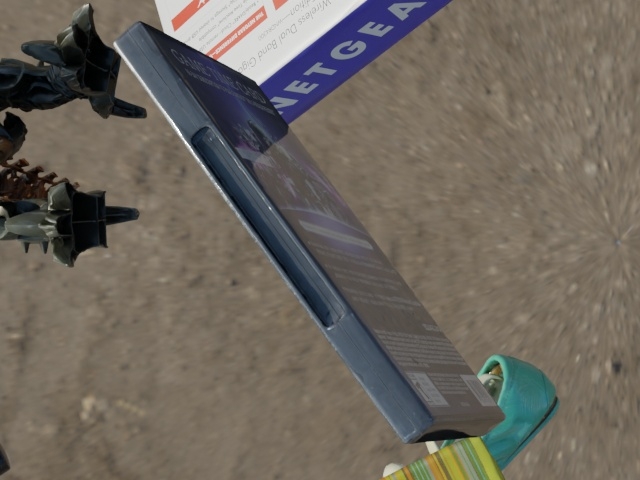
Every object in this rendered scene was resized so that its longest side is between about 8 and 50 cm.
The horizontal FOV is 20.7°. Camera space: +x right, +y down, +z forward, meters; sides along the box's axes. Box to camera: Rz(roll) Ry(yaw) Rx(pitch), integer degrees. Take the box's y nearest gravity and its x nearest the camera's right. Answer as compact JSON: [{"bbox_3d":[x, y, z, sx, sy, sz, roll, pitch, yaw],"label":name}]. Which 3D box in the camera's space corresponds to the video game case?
[{"bbox_3d":[0.000,0.000,1.014,0.026,0.196,0.274,-40,75,10],"label":"video game case"}]

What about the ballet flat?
[{"bbox_3d":[0.102,0.196,1.477,0.087,0.083,0.247,42,74,-12],"label":"ballet flat"}]

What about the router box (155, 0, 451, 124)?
[{"bbox_3d":[-0.015,-0.289,1.434,0.335,0.082,0.301,-33,65,39],"label":"router box"}]

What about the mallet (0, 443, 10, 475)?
[{"bbox_3d":[-0.332,0.132,1.556,0.062,0.039,0.190,-19,76,-7],"label":"mallet"}]

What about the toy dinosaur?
[{"bbox_3d":[-0.244,-0.071,1.182,0.218,0.322,0.164,-1,100,19],"label":"toy dinosaur"}]

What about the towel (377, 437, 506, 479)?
[{"bbox_3d":[0.041,0.244,1.366,0.237,0.021,0.102,-25,74,-3],"label":"towel"}]
